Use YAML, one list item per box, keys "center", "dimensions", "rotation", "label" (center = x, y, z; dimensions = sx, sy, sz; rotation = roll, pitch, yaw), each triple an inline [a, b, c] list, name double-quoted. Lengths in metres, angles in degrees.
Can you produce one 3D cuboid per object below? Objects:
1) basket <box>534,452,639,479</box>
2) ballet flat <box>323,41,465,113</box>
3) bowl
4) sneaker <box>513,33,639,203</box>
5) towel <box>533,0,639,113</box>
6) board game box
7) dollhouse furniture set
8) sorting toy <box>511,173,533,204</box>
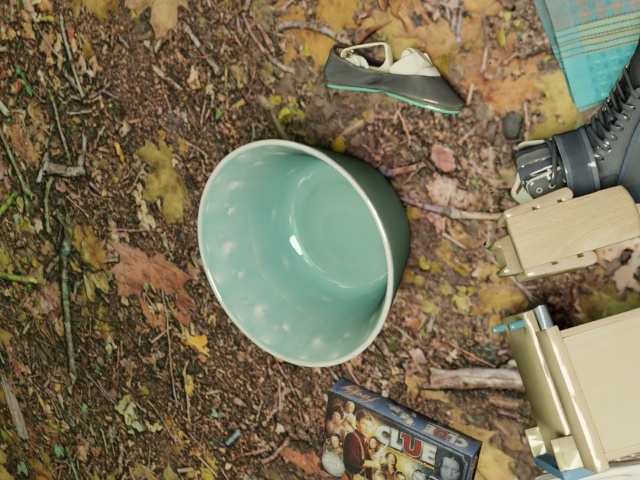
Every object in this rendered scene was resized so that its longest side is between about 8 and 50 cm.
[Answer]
- center: [0.367, 0.311, 0.882]
  dimensions: [0.167, 0.103, 0.113]
  rotation: [-27, 90, 38]
  label: "basket"
- center: [0.091, -0.213, 0.908]
  dimensions: [0.203, 0.074, 0.074]
  rotation: [20, 118, 31]
  label: "ballet flat"
- center: [0.000, 0.000, 0.990]
  dimensions: [0.311, 0.163, 0.312]
  rotation: [13, 114, 32]
  label: "bowl"
- center: [0.277, -0.113, 0.722]
  dimensions: [0.163, 0.086, 0.226]
  rotation: [-6, 135, 14]
  label: "sneaker"
- center: [0.369, -0.242, 0.627]
  dimensions: [0.370, 0.040, 0.271]
  rotation: [-3, 141, 36]
  label: "towel"
- center: [0.116, 0.334, 1.108]
  dimensions: [0.243, 0.042, 0.165]
  rotation: [19, 117, 29]
  label: "board game box"
- center: [0.317, 0.102, 0.812]
  dimensions: [0.198, 0.303, 0.287]
  rotation: [-17, 79, -1]
  label: "dollhouse furniture set"
- center: [0.265, -0.061, 0.863]
  dimensions: [0.075, 0.044, 0.083]
  rotation: [35, 126, 43]
  label: "sorting toy"
